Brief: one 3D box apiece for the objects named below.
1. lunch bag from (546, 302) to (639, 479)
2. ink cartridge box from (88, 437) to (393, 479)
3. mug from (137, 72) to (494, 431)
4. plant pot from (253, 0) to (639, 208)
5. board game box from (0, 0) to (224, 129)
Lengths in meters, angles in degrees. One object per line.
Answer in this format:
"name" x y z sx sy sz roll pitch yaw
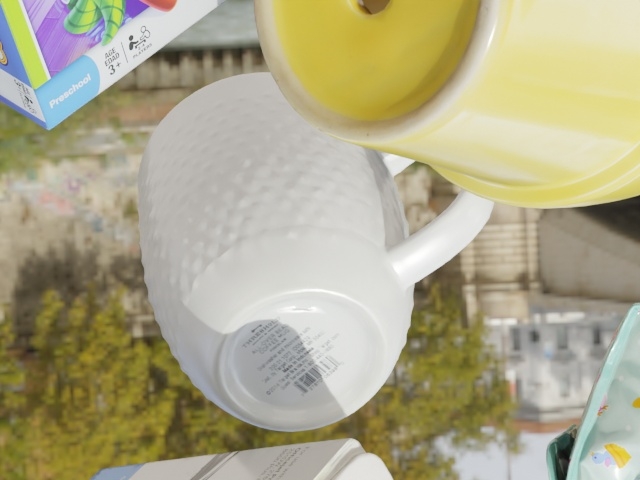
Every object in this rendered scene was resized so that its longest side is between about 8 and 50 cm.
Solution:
"lunch bag" 0.308 0.197 1.192 0.160 0.262 0.223 24 -174 18
"ink cartridge box" -0.068 0.347 1.127 0.395 0.285 0.166 -18 -161 48
"mug" 0.000 0.000 1.269 0.374 0.276 0.328 -29 -147 9
"plant pot" 0.099 -0.140 0.732 0.254 0.254 0.239 0 -176 41
"board game box" -0.075 -0.256 0.703 0.078 0.233 0.347 31 -120 31
